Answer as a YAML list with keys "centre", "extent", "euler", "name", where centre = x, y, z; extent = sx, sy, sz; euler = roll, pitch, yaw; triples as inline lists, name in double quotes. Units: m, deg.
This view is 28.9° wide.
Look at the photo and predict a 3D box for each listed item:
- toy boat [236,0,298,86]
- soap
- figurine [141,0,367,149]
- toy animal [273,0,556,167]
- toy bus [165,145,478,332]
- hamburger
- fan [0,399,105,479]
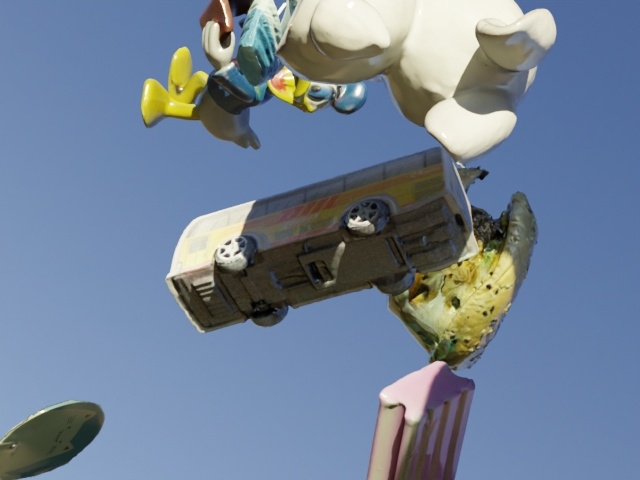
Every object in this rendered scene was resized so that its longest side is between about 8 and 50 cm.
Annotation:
- centre: [-0.031, -0.190, 1.062]
  extent: [0.034, 0.149, 0.105]
  euler: [25, -46, 10]
  name: "toy boat"
- centre: [0.118, 0.260, 1.528]
  extent: [0.065, 0.122, 0.203]
  euler: [30, -55, 36]
  name: "soap"
- centre: [-0.089, -0.266, 1.883]
  extent: [0.338, 0.204, 0.283]
  euler: [11, -47, 12]
  name: "figurine"
- centre: [0.067, -0.149, 0.911]
  extent: [0.193, 0.178, 0.127]
  euler: [27, -74, 1]
  name: "toy animal"
- centre: [0.000, 0.000, 1.095]
  extent: [0.268, 0.106, 0.092]
  euler: [-16, -52, 17]
  name: "toy bus"
- centre: [0.190, 0.057, 1.738]
  extent: [0.167, 0.192, 0.288]
  euler: [26, -45, 7]
  name: "hamburger"
- centre: [-0.268, 0.181, 1.104]
  extent: [0.113, 0.175, 0.005]
  euler: [-53, -122, 27]
  name: "fan"
